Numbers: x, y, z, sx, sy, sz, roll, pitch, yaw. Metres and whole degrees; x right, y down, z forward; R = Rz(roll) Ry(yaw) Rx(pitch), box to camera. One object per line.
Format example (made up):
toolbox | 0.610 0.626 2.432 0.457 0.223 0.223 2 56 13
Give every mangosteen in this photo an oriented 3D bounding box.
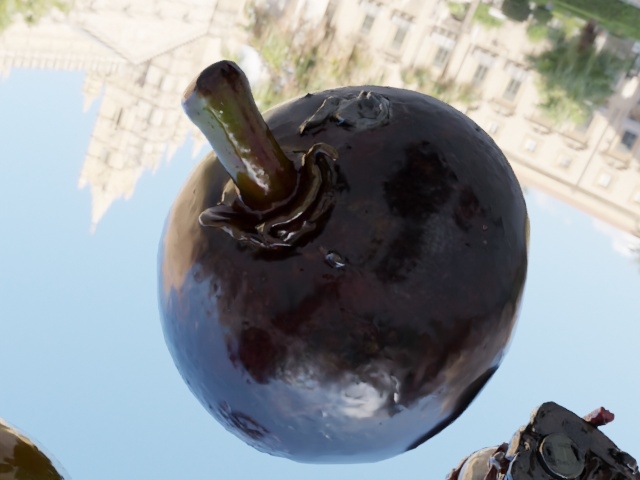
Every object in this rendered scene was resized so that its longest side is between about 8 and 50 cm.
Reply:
mangosteen | 0.000 0.000 0.486 0.235 0.235 0.261 40 173 41

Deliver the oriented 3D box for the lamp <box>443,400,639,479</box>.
lamp | 0.144 0.215 0.655 0.118 0.253 0.118 7 -120 -12

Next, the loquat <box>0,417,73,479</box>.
loquat | -0.158 0.132 0.337 0.141 0.141 0.141 20 -160 -7
